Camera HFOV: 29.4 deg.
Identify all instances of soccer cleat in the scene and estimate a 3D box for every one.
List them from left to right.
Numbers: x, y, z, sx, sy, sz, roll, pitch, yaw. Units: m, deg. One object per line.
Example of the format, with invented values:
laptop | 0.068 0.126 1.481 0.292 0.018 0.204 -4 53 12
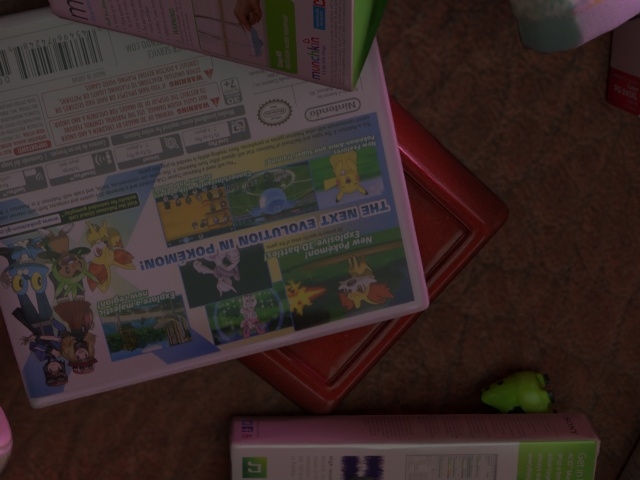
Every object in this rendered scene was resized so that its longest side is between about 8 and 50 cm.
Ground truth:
soccer cleat | 0.197 0.202 1.145 0.072 0.060 0.179 -16 111 10

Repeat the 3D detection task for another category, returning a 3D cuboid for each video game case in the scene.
video game case | -0.101 -0.049 0.944 0.329 0.036 0.300 -14 105 -6

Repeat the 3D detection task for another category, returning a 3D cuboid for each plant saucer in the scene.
plant saucer | 0.000 0.000 1.026 0.258 0.048 0.259 40 96 -22

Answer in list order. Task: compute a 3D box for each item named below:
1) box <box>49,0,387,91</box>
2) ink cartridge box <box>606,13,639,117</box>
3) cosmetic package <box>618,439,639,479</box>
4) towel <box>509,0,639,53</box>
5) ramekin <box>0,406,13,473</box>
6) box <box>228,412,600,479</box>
box | -0.070 -0.238 0.768 0.231 0.262 0.127 16 62 10
ink cartridge box | 0.310 -0.185 1.033 0.109 0.063 0.151 -4 110 -13
cosmetic package | 0.417 0.220 1.150 0.197 0.155 0.366 20 103 -16
towel | 0.229 -0.355 0.867 0.374 0.090 0.321 -38 120 -30
ramekin | -0.361 0.117 0.843 0.303 0.303 0.148 41 87 -23
box | 0.078 0.268 1.100 0.321 0.058 0.232 1 111 -2
